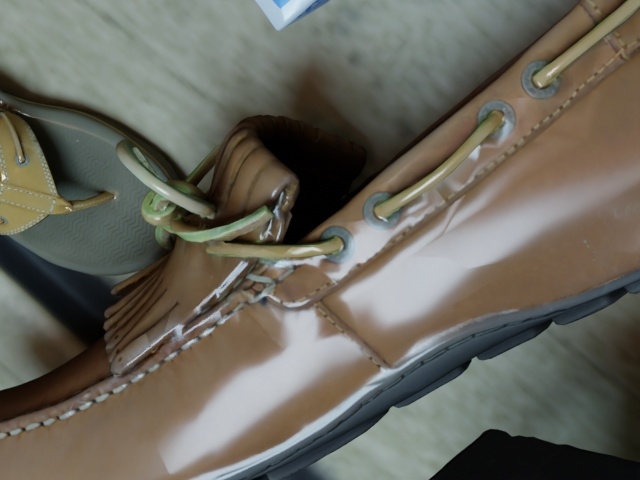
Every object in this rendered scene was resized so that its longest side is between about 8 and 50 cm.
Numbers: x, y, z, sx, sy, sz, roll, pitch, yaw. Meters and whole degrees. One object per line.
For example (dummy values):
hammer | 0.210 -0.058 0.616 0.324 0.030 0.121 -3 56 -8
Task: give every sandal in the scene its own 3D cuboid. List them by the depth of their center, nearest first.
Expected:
sandal | -0.145 -0.037 0.785 0.180 0.049 0.072 31 114 1

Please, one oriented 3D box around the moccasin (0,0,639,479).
moccasin | -0.001 0.001 0.707 0.380 0.139 0.147 -28 97 22

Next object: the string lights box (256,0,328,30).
string lights box | 0.045 -0.211 0.658 0.260 0.077 0.133 -38 93 24

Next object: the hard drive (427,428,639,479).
hard drive | 0.190 0.210 0.586 0.339 0.064 0.236 11 112 29
